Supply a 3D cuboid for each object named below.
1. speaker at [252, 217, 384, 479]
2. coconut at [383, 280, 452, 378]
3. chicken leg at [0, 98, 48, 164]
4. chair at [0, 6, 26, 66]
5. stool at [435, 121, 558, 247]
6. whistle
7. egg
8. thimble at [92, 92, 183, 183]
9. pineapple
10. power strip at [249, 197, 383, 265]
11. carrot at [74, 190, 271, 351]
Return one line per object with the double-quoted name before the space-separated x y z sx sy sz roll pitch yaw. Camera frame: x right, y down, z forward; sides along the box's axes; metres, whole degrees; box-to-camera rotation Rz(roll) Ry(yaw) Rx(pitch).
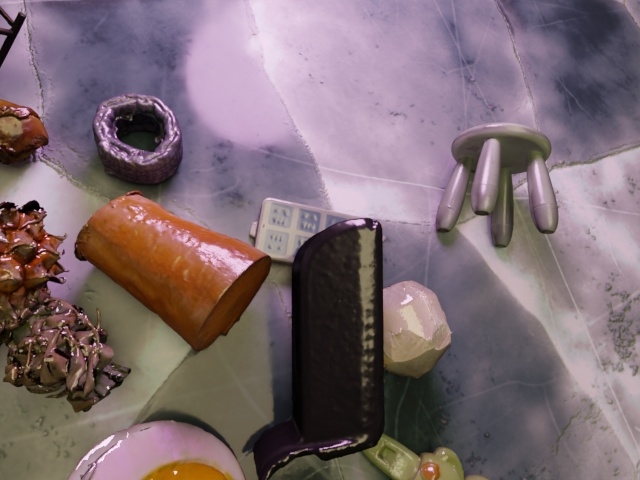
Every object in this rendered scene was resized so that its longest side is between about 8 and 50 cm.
"speaker" -0.009 0.161 0.734 0.184 0.180 0.389 2 84 -13
"coconut" 0.151 0.163 0.811 0.160 0.161 0.162 -17 72 -19
"chicken leg" -0.563 -0.203 0.707 0.251 0.087 0.108 28 86 -37
"chair" -0.634 -0.320 0.744 0.260 0.141 0.155 -43 88 23
"stool" 0.358 -0.110 0.926 0.195 0.195 0.199 15 73 -11
"whistle" 0.206 0.429 0.764 0.294 0.141 0.141 34 69 -3
"egg" -0.240 0.406 0.633 0.286 0.174 0.265 12 51 -42
"thimble" -0.319 -0.176 0.805 0.149 0.098 0.150 5 73 -15
"pineapple" -0.393 0.126 0.625 0.272 0.262 0.262 46 68 -7
"power strip" 0.000 0.000 0.874 0.270 0.046 0.118 11 72 -13
"carrot" -0.234 0.035 0.742 0.254 0.196 0.196 34 68 6
